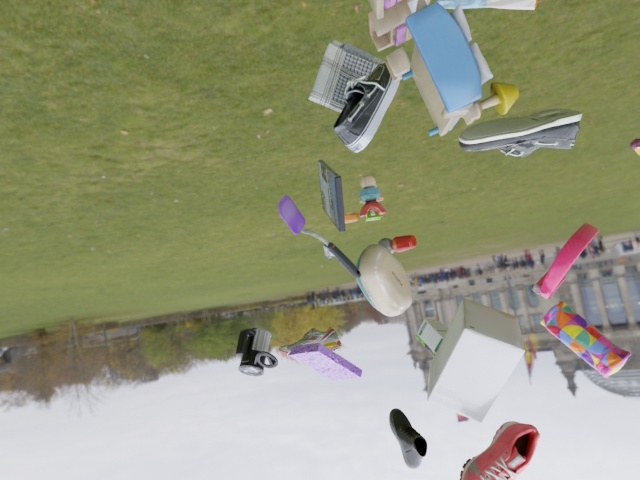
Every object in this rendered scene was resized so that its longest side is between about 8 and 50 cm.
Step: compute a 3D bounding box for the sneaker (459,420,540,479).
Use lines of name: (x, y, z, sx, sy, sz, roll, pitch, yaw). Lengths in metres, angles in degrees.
sneaker: (0.509, 0.632, 1.250, 0.314, 0.116, 0.136, -41, 165, -24)

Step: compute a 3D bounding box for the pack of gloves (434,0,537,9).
pack of gloves: (0.317, -0.555, 0.848, 0.232, 0.195, 0.046, 21, -144, 33)

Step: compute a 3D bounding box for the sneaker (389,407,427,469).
sneaker: (0.329, 0.705, 1.624, 0.083, 0.222, 0.118, -3, 135, -20)

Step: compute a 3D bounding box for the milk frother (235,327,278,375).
milk frother: (-0.188, 0.349, 1.419, 0.143, 0.135, 0.129, -2, 141, 13)

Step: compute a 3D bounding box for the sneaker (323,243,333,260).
sneaker: (0.046, 0.062, 1.881, 0.038, 0.069, 0.098, -12, -150, -20)

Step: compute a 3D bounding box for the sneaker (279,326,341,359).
sneaker: (-0.042, 0.371, 1.597, 0.225, 0.093, 0.088, -9, 152, -18)

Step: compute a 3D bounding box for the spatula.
spatula: (0.000, 0.000, 1.168, 0.030, 0.296, 0.084, -43, -171, 36)

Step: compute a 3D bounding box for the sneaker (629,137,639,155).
sneaker: (0.899, -0.202, 1.160, 0.185, 0.084, 0.069, 32, 176, 15)

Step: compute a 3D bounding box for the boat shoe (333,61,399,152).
boat shoe: (0.110, -0.368, 1.132, 0.105, 0.306, 0.113, 38, 155, -25)

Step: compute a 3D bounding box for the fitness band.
fitness band: (0.696, 0.055, 1.254, 0.291, 0.054, 0.209, -23, 140, -45)

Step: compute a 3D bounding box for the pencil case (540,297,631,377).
pencil case: (0.760, 0.278, 1.277, 0.104, 0.236, 0.104, -23, 140, -20)

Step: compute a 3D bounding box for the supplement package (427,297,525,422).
supplement package: (0.459, 0.359, 1.334, 0.175, 0.293, 0.177, 20, -153, 8)

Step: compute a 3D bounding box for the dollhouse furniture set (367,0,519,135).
dollhouse furniture set: (0.221, -0.312, 0.696, 0.198, 0.303, 0.286, -24, 175, 7)

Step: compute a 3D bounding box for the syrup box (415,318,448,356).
syrup box: (0.496, 0.422, 1.767, 0.096, 0.093, 0.237, 13, -160, -29)

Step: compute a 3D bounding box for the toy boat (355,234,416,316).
toy boat: (0.220, 0.099, 1.489, 0.148, 0.267, 0.318, -14, -148, 39)

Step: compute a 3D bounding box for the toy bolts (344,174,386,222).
toy bolts: (0.160, -0.165, 1.758, 0.218, 0.159, 0.228, -7, 175, -6)

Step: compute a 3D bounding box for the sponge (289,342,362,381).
sponge: (0.018, 0.364, 1.311, 0.117, 0.031, 0.210, -19, 134, 37)

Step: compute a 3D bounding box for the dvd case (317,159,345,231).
dvd case: (0.035, -0.152, 1.452, 0.022, 0.180, 0.253, -11, -156, -9)

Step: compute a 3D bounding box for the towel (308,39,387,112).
towel: (0.141, -0.669, 1.850, 0.312, 0.324, 0.056, 21, 162, -6)

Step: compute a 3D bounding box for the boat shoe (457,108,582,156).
boat shoe: (0.368, -0.187, 0.818, 0.233, 0.079, 0.084, -10, -147, -7)
